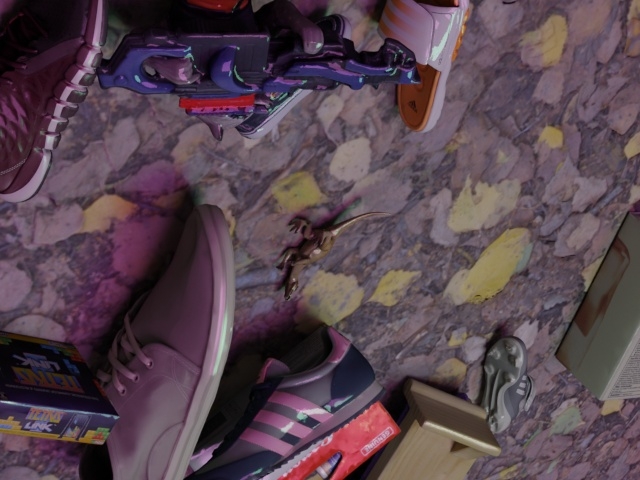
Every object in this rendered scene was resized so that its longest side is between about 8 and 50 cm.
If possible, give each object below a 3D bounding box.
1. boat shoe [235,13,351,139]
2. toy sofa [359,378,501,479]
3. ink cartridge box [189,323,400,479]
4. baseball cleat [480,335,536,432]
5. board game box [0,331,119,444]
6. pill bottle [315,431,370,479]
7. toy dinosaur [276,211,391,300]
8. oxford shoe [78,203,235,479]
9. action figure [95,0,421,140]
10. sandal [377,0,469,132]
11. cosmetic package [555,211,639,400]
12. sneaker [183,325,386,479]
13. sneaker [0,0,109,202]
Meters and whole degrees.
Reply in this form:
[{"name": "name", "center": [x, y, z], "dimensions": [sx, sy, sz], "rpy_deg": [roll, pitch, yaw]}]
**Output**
[{"name": "boat shoe", "center": [-0.046, -0.202, 1.498], "dimensions": [0.183, 0.065, 0.083], "rpy_deg": [-47, 137, 5]}, {"name": "toy sofa", "center": [0.119, 0.398, 2.080], "dimensions": [0.150, 0.177, 0.362], "rpy_deg": [23, 109, -20]}, {"name": "ink cartridge box", "center": [-0.032, 0.292, 1.866], "dimensions": [0.275, 0.060, 0.239], "rpy_deg": [-38, 118, -6]}, {"name": "baseball cleat", "center": [0.314, 0.222, 2.139], "dimensions": [0.109, 0.072, 0.205], "rpy_deg": [-28, 142, -38]}, {"name": "board game box", "center": [-0.337, 0.167, 1.513], "dimensions": [0.170, 0.141, 0.048], "rpy_deg": [16, 112, -45]}, {"name": "pill bottle", "center": [0.035, 0.305, 1.973], "dimensions": [0.120, 0.067, 0.067], "rpy_deg": [-39, 138, -6]}, {"name": "toy dinosaur", "center": [0.000, 0.000, 1.723], "dimensions": [0.183, 0.053, 0.092], "rpy_deg": [-42, 155, 9]}, {"name": "oxford shoe", "center": [-0.205, 0.157, 1.608], "dimensions": [0.130, 0.169, 0.449], "rpy_deg": [9, 120, -21]}, {"name": "action figure", "center": [-0.060, -0.257, 1.360], "dimensions": [0.341, 0.178, 0.330], "rpy_deg": [4, 125, -17]}, {"name": "sandal", "center": [0.112, -0.233, 1.571], "dimensions": [0.076, 0.102, 0.265], "rpy_deg": [-21, 135, -28]}, {"name": "cosmetic package", "center": [0.533, 0.109, 2.162], "dimensions": [0.153, 0.129, 0.296], "rpy_deg": [3, 122, -38]}, {"name": "sneaker", "center": [-0.072, 0.234, 1.731], "dimensions": [0.319, 0.131, 0.112], "rpy_deg": [-31, 179, -23]}, {"name": "sneaker", "center": [-0.322, -0.164, 1.285], "dimensions": [0.163, 0.106, 0.281], "rpy_deg": [7, 119, -38]}]
